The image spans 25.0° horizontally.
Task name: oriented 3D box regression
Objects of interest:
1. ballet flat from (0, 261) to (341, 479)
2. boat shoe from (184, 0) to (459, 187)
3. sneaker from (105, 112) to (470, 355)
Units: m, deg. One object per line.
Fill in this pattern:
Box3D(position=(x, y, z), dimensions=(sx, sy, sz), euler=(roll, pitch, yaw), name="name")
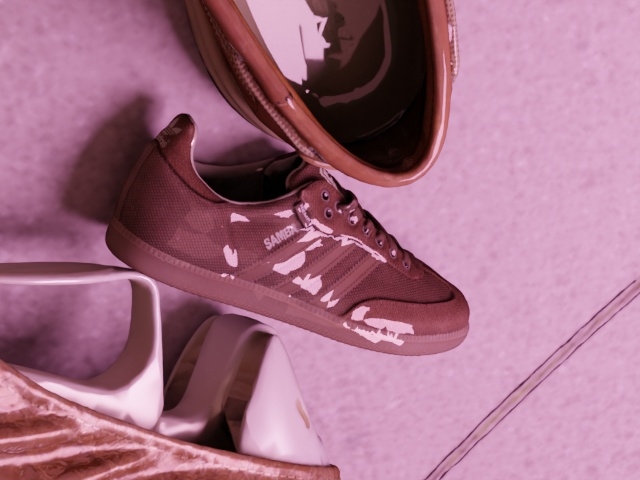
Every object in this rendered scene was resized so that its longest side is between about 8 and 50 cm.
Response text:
Box3D(position=(-0.085, 0.078, 0.641), dimensions=(0.342, 0.116, 0.124), euler=(25, 81, -38), name="ballet flat")
Box3D(position=(-0.022, -0.155, 0.522), dimensions=(0.122, 0.120, 0.324), euler=(-31, 125, -3), name="boat shoe")
Box3D(position=(0.000, 0.000, 0.654), dimensions=(0.188, 0.066, 0.071), euler=(16, 106, -30), name="sneaker")
